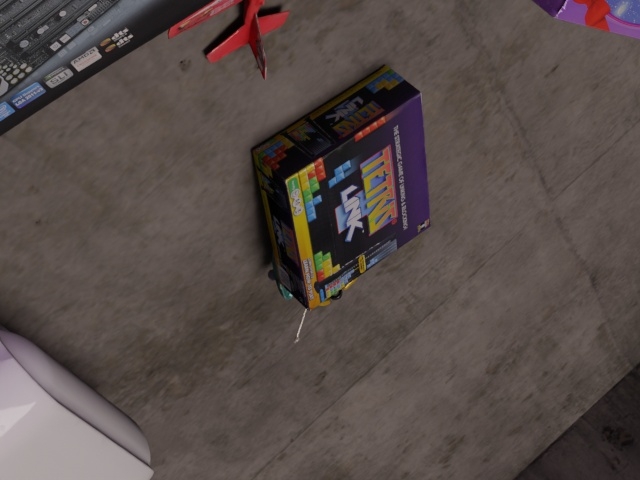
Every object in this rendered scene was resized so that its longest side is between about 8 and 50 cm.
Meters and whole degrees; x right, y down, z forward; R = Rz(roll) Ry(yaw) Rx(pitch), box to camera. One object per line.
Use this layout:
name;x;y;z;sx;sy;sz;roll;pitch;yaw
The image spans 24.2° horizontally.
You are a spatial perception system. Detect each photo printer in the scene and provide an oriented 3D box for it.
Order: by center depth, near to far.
photo printer;-0.278;0.189;1.126;0.256;0.107;0.307;-40;157;-6

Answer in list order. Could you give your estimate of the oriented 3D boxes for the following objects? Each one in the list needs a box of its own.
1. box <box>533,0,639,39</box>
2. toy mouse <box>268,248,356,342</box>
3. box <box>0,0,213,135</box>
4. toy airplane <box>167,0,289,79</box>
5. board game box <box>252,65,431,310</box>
box;0.309;-0.268;1.270;0.293;0.057;0.201;1;128;-51
toy mouse;0.000;0.000;1.328;0.161;0.031;0.143;-45;147;-5
box;-0.112;-0.188;0.709;0.307;0.076;0.242;-31;157;2
toy airplane;-0.042;-0.163;0.989;0.151;0.028;0.151;-33;155;-17
board game box;0.022;-0.040;1.237;0.141;0.048;0.170;-34;144;-18
